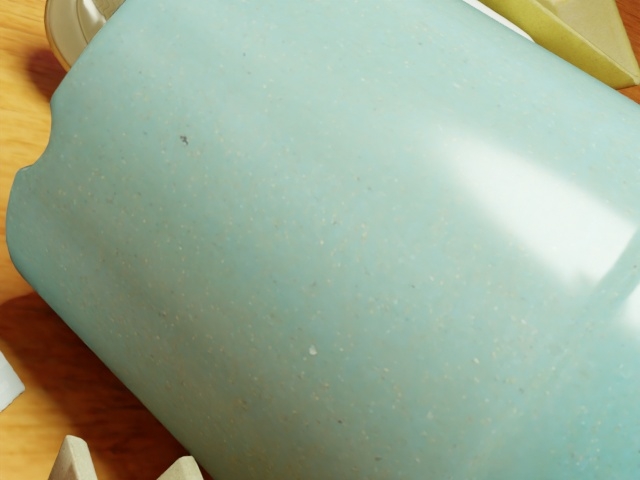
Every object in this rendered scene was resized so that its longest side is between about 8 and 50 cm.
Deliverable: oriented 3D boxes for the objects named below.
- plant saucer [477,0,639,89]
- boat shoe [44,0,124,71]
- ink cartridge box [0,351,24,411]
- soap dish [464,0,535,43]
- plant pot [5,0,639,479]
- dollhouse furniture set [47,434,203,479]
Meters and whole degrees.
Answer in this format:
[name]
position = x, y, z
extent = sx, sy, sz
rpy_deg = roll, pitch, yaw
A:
[plant saucer]
position = 0.206, -0.314, 1.318
extent = 0.333, 0.081, 0.332
rpy_deg = 34, 29, -14
[boat shoe]
position = -0.061, -0.108, 0.850
extent = 0.341, 0.121, 0.110
rpy_deg = 24, -4, -35
[ink cartridge box]
position = -0.236, 0.034, 0.517
extent = 0.179, 0.045, 0.145
rpy_deg = 58, 27, -9
[soap dish]
position = 0.106, -0.157, 1.092
extent = 0.291, 0.118, 0.229
rpy_deg = 23, 34, -31
[plant pot]
position = 0.043, 0.024, 0.587
extent = 0.334, 0.341, 0.341
rpy_deg = 38, 28, 11
[dollhouse furniture set]
position = -0.151, 0.173, 0.361
extent = 0.262, 0.135, 0.259
rpy_deg = 19, 25, -36
